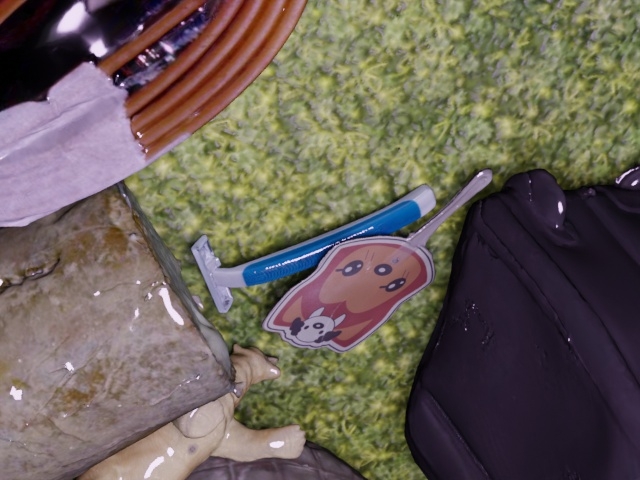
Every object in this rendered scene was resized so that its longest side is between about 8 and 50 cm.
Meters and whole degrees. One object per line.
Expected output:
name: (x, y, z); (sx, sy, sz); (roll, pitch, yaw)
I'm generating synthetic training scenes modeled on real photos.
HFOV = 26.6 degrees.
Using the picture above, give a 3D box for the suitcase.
suitcase: (0.212, 0.156, 1.017); (0.188, 0.345, 0.339); (-5, 129, -24)

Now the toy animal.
toy animal: (-0.108, 0.155, 1.052); (0.219, 0.101, 0.103); (-39, 120, -16)

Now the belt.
belt: (-0.159, -0.144, 0.828); (0.339, 0.122, 0.217); (-36, 133, 18)

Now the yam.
yam: (-0.220, 0.088, 0.964); (0.300, 0.195, 0.195); (-27, 127, 6)

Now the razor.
razor: (0.000, 0.002, 1.047); (0.191, 0.037, 0.068); (-19, 126, 1)

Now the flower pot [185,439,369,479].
flower pot: (-0.052, 0.316, 1.149); (0.302, 0.213, 0.301); (-6, 124, -8)

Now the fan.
fan: (0.055, 0.017, 1.061); (0.220, 0.009, 0.132); (-42, 144, 21)
